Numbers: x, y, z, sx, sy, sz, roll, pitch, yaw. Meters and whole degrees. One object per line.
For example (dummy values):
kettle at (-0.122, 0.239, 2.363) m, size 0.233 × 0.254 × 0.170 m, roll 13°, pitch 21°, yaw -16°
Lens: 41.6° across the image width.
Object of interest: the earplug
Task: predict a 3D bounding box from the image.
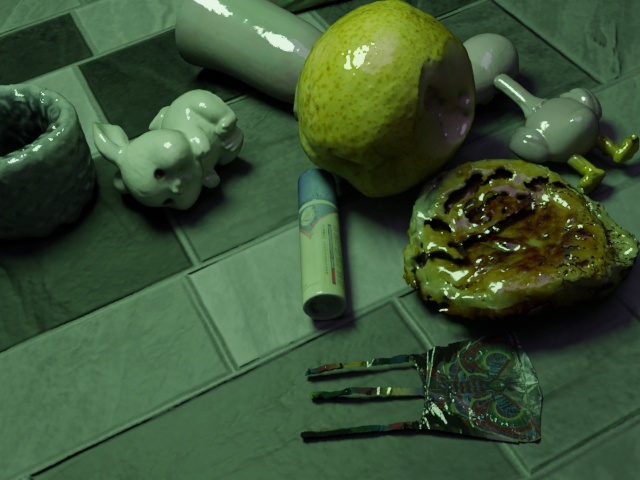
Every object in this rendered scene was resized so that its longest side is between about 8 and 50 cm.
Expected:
earplug at (-0.074, -0.306, 1.381) m, size 0.301 × 0.172 × 0.172 m, roll 33°, pitch 60°, yaw 23°

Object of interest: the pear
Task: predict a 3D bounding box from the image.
pear at (0.088, -0.193, 1.179) m, size 0.271 × 0.271 × 0.271 m, roll -4°, pitch 48°, yaw 5°

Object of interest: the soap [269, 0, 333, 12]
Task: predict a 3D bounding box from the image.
soap at (-0.055, -0.538, 1.586) m, size 0.182 × 0.138 × 0.199 m, roll -15°, pitch 48°, yaw -7°

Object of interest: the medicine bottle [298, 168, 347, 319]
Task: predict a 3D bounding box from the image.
medicine bottle at (0.000, 0.000, 1.146) m, size 0.059 × 0.059 × 0.231 m, roll -7°, pitch 48°, yaw 2°

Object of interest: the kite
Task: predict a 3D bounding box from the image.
kite at (0.116, 0.179, 0.997) m, size 0.285 × 0.015 × 0.152 m, roll -6°, pitch 47°, yaw 2°

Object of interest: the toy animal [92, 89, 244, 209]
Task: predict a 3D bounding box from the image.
toy animal at (-0.224, -0.139, 1.259) m, size 0.193 × 0.128 × 0.178 m, roll -40°, pitch 52°, yaw -24°

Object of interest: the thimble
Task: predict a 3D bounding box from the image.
thimble at (-0.465, -0.114, 1.254) m, size 0.245 × 0.157 × 0.217 m, roll -3°, pitch 45°, yaw 4°

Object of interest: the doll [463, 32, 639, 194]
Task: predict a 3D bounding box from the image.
doll at (0.298, -0.211, 1.271) m, size 0.160 × 0.094 × 0.365 m, roll -38°, pitch 52°, yaw -15°

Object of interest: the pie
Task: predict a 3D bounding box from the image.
pie at (0.245, -0.008, 1.101) m, size 0.308 × 0.086 × 0.308 m, roll -5°, pitch 47°, yaw 5°
